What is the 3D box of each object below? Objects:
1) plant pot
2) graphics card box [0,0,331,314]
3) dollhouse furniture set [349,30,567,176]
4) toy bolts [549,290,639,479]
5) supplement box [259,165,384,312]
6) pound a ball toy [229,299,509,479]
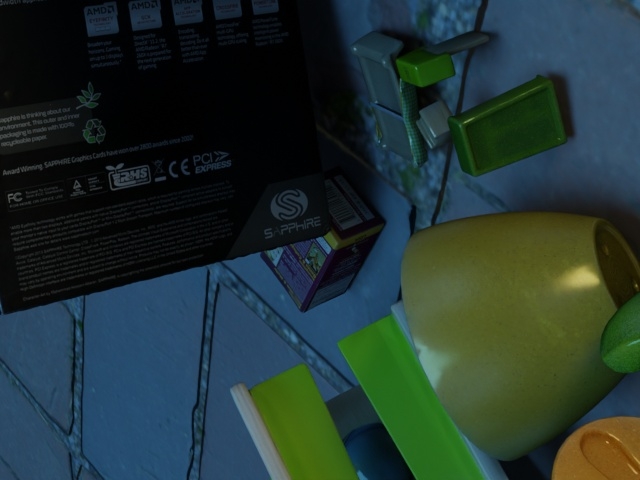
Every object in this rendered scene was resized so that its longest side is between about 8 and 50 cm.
[{"bbox_3d":[0.119,0.037,0.744,0.095,0.134,0.134,-25,88,28],"label":"plant pot"},{"bbox_3d":[-0.131,-0.160,0.821,0.094,0.233,0.370,0,103,53],"label":"graphics card box"},{"bbox_3d":[0.076,-0.082,0.808,0.152,0.059,0.076,38,149,65],"label":"dollhouse furniture set"},{"bbox_3d":[0.223,0.073,0.558,0.228,0.218,0.158,34,132,13],"label":"toy bolts"},{"bbox_3d":[0.000,0.000,0.943,0.055,0.043,0.083,53,144,20],"label":"supplement box"},{"bbox_3d":[0.109,0.190,0.834,0.319,0.208,0.135,61,176,29],"label":"pound a ball toy"}]
